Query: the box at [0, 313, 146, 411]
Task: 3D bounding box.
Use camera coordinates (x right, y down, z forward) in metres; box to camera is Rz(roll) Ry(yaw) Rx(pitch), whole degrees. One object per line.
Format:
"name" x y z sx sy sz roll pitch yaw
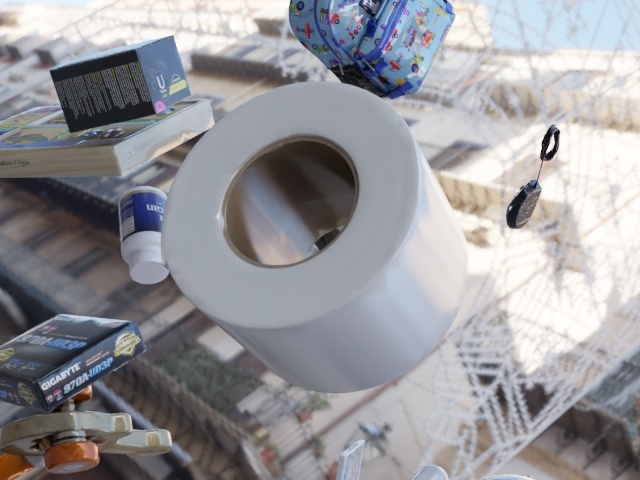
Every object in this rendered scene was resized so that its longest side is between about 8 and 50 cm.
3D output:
"box" -0.383 0.170 1.449 0.220 0.175 0.051 0 -66 47

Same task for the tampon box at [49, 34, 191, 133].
"tampon box" -0.301 -0.238 1.534 0.161 0.120 0.101 -8 -72 24

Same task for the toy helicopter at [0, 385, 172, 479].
"toy helicopter" -0.398 0.346 1.728 0.355 0.235 0.140 23 48 -55

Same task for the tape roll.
"tape roll" 0.000 0.000 0.933 0.246 0.246 0.169 39 -6 34

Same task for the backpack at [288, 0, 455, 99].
"backpack" 0.055 -0.272 1.215 0.173 0.158 0.117 37 -11 -36

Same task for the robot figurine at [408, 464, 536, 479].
"robot figurine" 0.186 0.405 1.171 0.300 0.353 0.200 53 -38 14

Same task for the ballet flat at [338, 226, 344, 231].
"ballet flat" 0.034 -0.076 1.779 0.077 0.079 0.221 -30 -95 30

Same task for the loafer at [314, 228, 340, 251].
"loafer" 0.034 -0.051 2.213 0.130 0.134 0.366 -41 -95 29

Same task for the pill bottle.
"pill bottle" -0.316 -0.008 1.837 0.094 0.094 0.169 90 -10 -52

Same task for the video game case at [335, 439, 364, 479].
"video game case" 0.044 0.369 1.598 0.011 0.087 0.122 11 3 16

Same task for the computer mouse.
"computer mouse" 0.403 -0.122 1.938 0.041 0.071 0.242 38 -49 29

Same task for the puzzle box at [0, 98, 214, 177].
"puzzle box" -0.420 -0.176 1.725 0.409 0.272 0.052 1 -67 28
